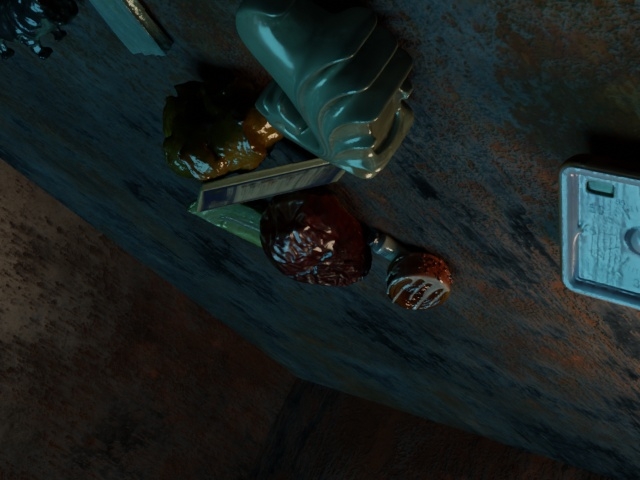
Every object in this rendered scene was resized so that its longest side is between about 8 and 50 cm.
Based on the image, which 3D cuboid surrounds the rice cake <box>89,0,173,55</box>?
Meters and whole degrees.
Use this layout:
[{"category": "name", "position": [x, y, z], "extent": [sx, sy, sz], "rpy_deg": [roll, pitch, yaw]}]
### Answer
[{"category": "rice cake", "position": [-0.375, -0.434, 1.688], "extent": [0.124, 0.038, 0.211], "rpy_deg": [14, 157, 38]}]

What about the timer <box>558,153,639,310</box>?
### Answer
[{"category": "timer", "position": [0.502, -0.023, 1.348], "extent": [0.257, 0.161, 0.250], "rpy_deg": [17, 150, 33]}]

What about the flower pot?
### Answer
[{"category": "flower pot", "position": [0.014, -0.254, 1.414], "extent": [0.254, 0.165, 0.367], "rpy_deg": [29, 164, 15]}]

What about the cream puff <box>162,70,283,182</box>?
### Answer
[{"category": "cream puff", "position": [-0.192, -0.221, 1.738], "extent": [0.268, 0.241, 0.155], "rpy_deg": [-11, 152, 18]}]

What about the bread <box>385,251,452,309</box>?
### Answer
[{"category": "bread", "position": [0.233, 0.099, 2.115], "extent": [0.160, 0.073, 0.161], "rpy_deg": [5, 142, 4]}]

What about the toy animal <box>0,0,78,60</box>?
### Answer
[{"category": "toy animal", "position": [-0.595, -0.466, 1.823], "extent": [0.343, 0.106, 0.168], "rpy_deg": [-5, 137, 49]}]

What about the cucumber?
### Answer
[{"category": "cucumber", "position": [-0.194, -0.056, 2.369], "extent": [0.325, 0.105, 0.145], "rpy_deg": [22, -172, 17]}]

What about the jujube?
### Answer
[{"category": "jujube", "position": [0.000, 0.000, 2.088], "extent": [0.216, 0.216, 0.342], "rpy_deg": [13, 165, 38]}]

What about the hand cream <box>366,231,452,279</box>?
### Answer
[{"category": "hand cream", "position": [0.212, 0.048, 2.151], "extent": [0.234, 0.050, 0.080], "rpy_deg": [31, 154, -24]}]

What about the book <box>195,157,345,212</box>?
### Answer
[{"category": "book", "position": [-0.097, -0.119, 1.819], "extent": [0.322, 0.018, 0.228], "rpy_deg": [-14, 174, -13]}]
